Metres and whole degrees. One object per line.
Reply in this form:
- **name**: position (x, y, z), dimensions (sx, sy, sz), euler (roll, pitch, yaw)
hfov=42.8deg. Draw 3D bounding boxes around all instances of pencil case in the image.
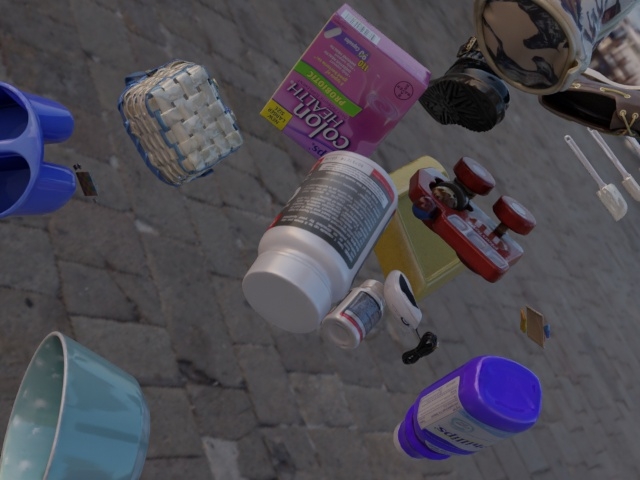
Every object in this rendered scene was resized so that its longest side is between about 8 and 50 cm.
- **pencil case**: position (0.372, -0.355, 1.110), dimensions (0.183, 0.160, 0.410), euler (33, 59, 24)

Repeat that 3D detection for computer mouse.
- **computer mouse**: position (0.172, 0.155, 1.691), dimensions (0.042, 0.106, 0.193), euler (-11, 70, -36)

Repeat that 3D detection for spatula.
- **spatula**: position (0.715, -0.190, 1.969), dimensions (0.242, 0.168, 0.019), euler (59, 13, 13)

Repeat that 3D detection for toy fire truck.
- **toy fire truck**: position (0.308, -0.046, 1.766), dimensions (0.302, 0.169, 0.254), euler (46, 25, 14)

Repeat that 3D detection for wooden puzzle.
- **wooden puzzle**: position (-0.443, -0.109, 1.556), dimensions (0.006, 0.049, 0.083), euler (-34, 115, -40)
- **wooden puzzle**: position (0.409, 0.162, 1.552), dimensions (0.116, 0.014, 0.079), euler (-124, -156, -67)

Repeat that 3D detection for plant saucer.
- **plant saucer**: position (0.268, -0.031, 2.093), dimensions (0.332, 0.081, 0.333), euler (-28, 98, -41)

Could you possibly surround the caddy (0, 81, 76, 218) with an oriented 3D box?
- **caddy**: position (-0.606, -0.155, 1.471), dimensions (0.179, 0.341, 0.241), euler (-3, 89, -65)

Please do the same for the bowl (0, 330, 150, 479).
- **bowl**: position (-0.373, 0.308, 1.267), dimensions (0.163, 0.311, 0.312), euler (17, 42, -29)

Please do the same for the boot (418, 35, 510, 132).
- **boot**: position (0.358, -0.364, 1.706), dimensions (0.131, 0.260, 0.348), euler (50, -3, -19)

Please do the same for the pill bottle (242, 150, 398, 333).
- **pill bottle**: position (0.000, 0.000, 1.317), dimensions (0.161, 0.161, 0.283), euler (48, 51, -18)

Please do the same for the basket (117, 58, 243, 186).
- **basket**: position (-0.291, -0.233, 1.665), dimensions (0.201, 0.289, 0.255), euler (-38, 112, -27)

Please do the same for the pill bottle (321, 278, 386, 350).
- **pill bottle**: position (0.094, 0.180, 2.042), dimensions (0.108, 0.108, 0.180), euler (53, 51, -8)

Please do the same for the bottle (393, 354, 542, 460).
- **bottle**: position (0.193, 0.251, 1.162), dimensions (0.118, 0.283, 0.092), euler (23, 57, -12)

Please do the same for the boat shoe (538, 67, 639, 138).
- **boat shoe**: position (0.595, -0.257, 1.631), dimensions (0.324, 0.117, 0.097), euler (29, 56, 27)

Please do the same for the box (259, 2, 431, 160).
- **box**: position (0.047, -0.276, 1.536), dimensions (0.213, 0.243, 0.117), euler (38, 27, -7)
